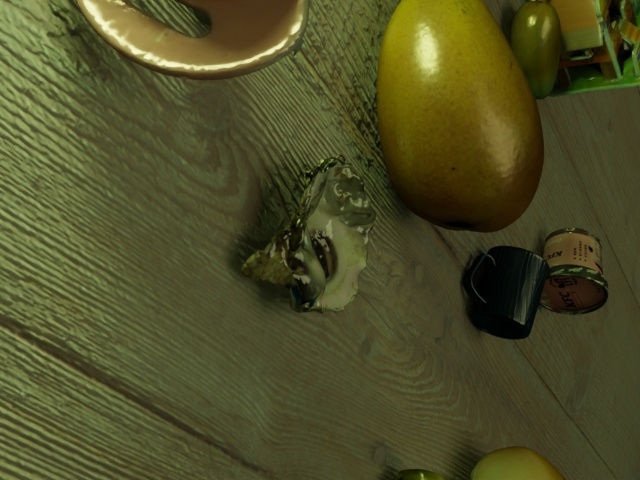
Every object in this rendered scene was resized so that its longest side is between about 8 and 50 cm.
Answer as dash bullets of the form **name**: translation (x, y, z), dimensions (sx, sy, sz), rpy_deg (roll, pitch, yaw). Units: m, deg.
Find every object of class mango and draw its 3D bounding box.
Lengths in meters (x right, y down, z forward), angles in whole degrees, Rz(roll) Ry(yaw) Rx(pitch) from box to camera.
- **mango**: translation (0.195, -0.193, 1.339), dimensions (0.264, 0.221, 0.378), rpy_deg (-15, 94, -52)
- **mango**: translation (0.417, -0.367, 1.786), dimensions (0.130, 0.091, 0.195), rpy_deg (-42, 130, -50)

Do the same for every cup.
- **cup**: translation (0.325, 0.092, 1.675), dimensions (0.113, 0.150, 0.138), rpy_deg (104, 6, -66)

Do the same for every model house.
- **model house**: translation (0.575, -0.523, 1.901), dimensions (0.358, 0.242, 0.313), rpy_deg (-58, 134, -36)

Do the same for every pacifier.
- **pacifier**: translation (-0.087, -0.289, 0.878), dimensions (0.332, 0.220, 0.273), rpy_deg (-60, 140, -16)

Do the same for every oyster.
- **oyster**: translation (0.000, 0.000, 1.161), dimensions (0.214, 0.083, 0.223), rpy_deg (-65, 147, -26)

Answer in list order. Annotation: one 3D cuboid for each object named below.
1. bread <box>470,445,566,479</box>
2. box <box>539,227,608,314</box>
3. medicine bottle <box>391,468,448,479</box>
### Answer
- **bread**: translation (0.366, 0.566, 1.616), dimensions (0.376, 0.253, 0.348), rpy_deg (53, 52, -43)
- **box**: translation (0.527, 0.061, 1.940), dimensions (0.151, 0.151, 0.135), rpy_deg (54, 41, -44)
- **medicine bottle**: translation (0.131, 0.454, 1.361), dimensions (0.124, 0.124, 0.239), rpy_deg (56, 46, -43)
